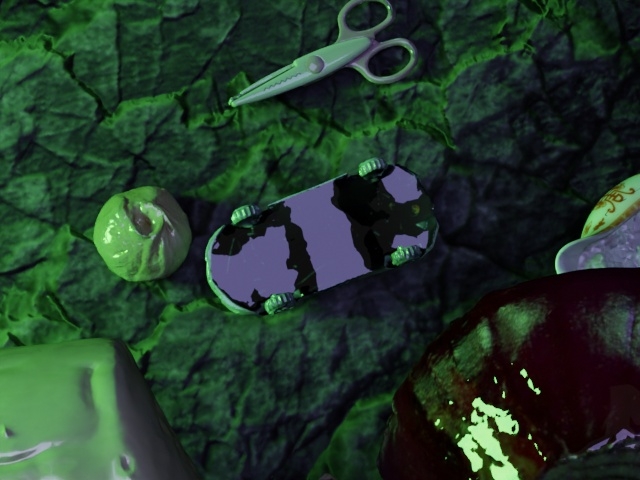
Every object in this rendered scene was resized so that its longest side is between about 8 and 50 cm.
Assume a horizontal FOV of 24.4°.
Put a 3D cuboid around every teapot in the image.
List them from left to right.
[{"bbox_3d":[0.313,0.016,1.265,0.245,0.116,0.159,-15,68,-5],"label":"teapot"}]

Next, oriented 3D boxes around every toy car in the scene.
[{"bbox_3d":[0.000,0.000,1.270,0.204,0.056,0.095,-21,81,-5],"label":"toy car"}]

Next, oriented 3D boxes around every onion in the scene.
[{"bbox_3d":[0.228,0.146,1.116,0.336,0.282,0.260,28,106,12],"label":"onion"}]

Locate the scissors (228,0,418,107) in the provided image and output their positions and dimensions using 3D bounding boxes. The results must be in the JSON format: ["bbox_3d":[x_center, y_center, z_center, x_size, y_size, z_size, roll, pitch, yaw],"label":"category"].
[{"bbox_3d":[-0.002,-0.157,1.318,0.176,0.022,0.085,-25,85,-12],"label":"scissors"}]

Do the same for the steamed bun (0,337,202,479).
[{"bbox_3d":[-0.231,0.313,1.073,0.371,0.290,0.456,-8,70,-9],"label":"steamed bun"}]

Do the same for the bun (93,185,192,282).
[{"bbox_3d":[-0.151,-0.006,1.260,0.086,0.055,0.086,1,79,-5],"label":"bun"}]

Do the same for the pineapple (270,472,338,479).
[{"bbox_3d":[0.073,0.309,1.191,0.334,0.158,0.161,35,39,-1],"label":"pineapple"}]
